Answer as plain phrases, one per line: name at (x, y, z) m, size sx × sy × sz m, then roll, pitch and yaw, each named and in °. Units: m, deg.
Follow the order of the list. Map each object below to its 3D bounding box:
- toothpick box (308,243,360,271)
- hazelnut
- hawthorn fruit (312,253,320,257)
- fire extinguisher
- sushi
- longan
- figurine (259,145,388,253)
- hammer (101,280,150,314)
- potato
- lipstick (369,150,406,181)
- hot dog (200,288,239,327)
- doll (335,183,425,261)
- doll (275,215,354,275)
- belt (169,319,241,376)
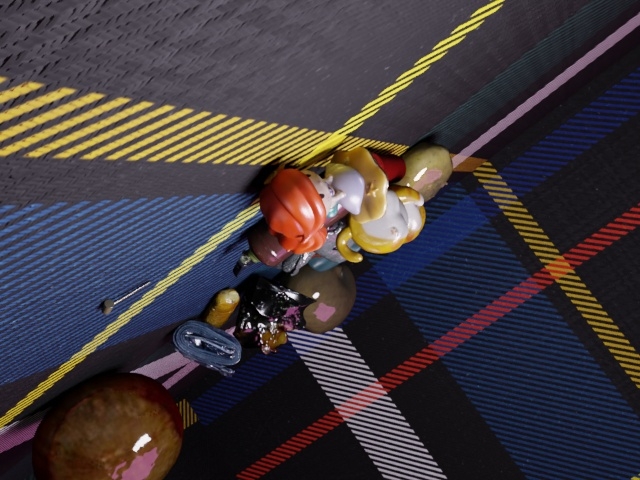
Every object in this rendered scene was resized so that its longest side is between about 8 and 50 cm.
toothpick box at (0.038, 0.023, 2.226) m, size 0.120 × 0.120 × 0.184 m, roll -27°, pitch 170°, yaw -48°
hazelnut at (-0.594, 0.552, 1.930) m, size 0.421 × 0.352 × 0.421 m, roll -37°, pitch -161°, yaw 14°
hawthorn fruit at (-0.022, 0.015, 2.069) m, size 0.093 × 0.093 × 0.093 m, roll -35°, pitch 172°, yaw -6°
fire extinguisher at (-0.074, -0.021, 1.576) m, size 0.344 × 0.102 × 0.138 m, roll -37°, pitch 174°, yaw 8°
sushi at (-0.176, 0.246, 2.159) m, size 0.227 × 0.215 × 0.212 m, roll -17°, pitch -129°, yaw 58°
longan at (-0.013, 0.193, 2.462) m, size 0.288 × 0.288 × 0.350 m, roll -37°, pitch 163°, yaw 8°
figurine at (-0.012, -0.070, 1.328) m, size 0.257 × 0.180 × 0.208 m, roll -19°, pitch -168°, yaw -41°
hammer at (-0.381, 0.109, 1.365) m, size 0.110 × 0.019 × 0.035 m, roll -33°, pitch 172°, yaw -36°
potato at (0.253, -0.164, 1.973) m, size 0.296 × 0.141 × 0.192 m, roll -37°, pitch 170°, yaw 26°
lipstick at (0.144, -0.174, 1.673) m, size 0.080 × 0.080 × 0.241 m, roll -39°, pitch 171°, yaw 20°
hot dog at (-0.307, 0.215, 2.109) m, size 0.083 × 0.068 × 0.289 m, roll -24°, pitch 168°, yaw -26°
doll at (0.165, -0.056, 1.690) m, size 0.162 × 0.166 × 0.270 m, roll -13°, pitch -179°, yaw 37°
doll at (0.006, 0.004, 1.845) m, size 0.246 × 0.158 × 0.340 m, roll -40°, pitch 176°, yaw -41°
belt at (-0.341, 0.317, 2.094) m, size 0.128 × 0.218 × 0.122 m, roll 111°, pitch 2°, yaw -69°
